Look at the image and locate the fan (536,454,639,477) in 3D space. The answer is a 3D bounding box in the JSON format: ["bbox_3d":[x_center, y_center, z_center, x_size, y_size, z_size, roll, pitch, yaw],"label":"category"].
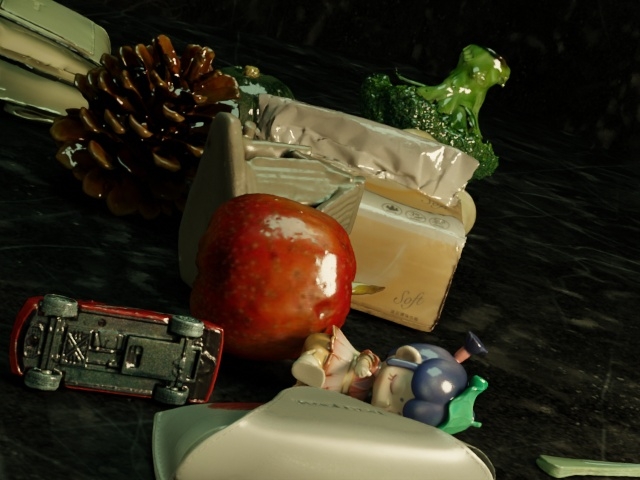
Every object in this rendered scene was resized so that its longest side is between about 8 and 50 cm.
[{"bbox_3d":[0.305,0.236,1.478,0.193,0.016,0.038,8,15,-32],"label":"fan"}]

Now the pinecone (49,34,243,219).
[{"bbox_3d":[-0.214,-0.153,1.895,0.264,0.264,0.264,16,14,-4],"label":"pinecone"}]

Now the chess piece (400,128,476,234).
[{"bbox_3d":[0.178,-0.081,2.326,0.142,0.143,0.261,12,19,-20],"label":"chess piece"}]

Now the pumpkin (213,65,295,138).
[{"bbox_3d":[-0.137,-0.232,2.478,0.190,0.146,0.190,-5,11,1],"label":"pumpkin"}]

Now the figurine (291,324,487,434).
[{"bbox_3d":[0.069,0.135,1.389,0.195,0.111,0.102,18,34,-1],"label":"figurine"}]

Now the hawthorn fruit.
[{"bbox_3d":[-0.033,0.040,1.471,0.200,0.179,0.179,3,15,-1],"label":"hawthorn fruit"}]

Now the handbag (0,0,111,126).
[{"bbox_3d":[-0.462,-0.302,2.346,0.236,0.160,0.358,20,14,-14],"label":"handbag"}]

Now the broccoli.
[{"bbox_3d":[0.213,-0.227,2.623,0.297,0.297,0.297,35,-11,8],"label":"broccoli"}]

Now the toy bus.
[{"bbox_3d":[-0.192,0.095,1.298,0.195,0.081,0.089,10,6,-27],"label":"toy bus"}]

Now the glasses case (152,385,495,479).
[{"bbox_3d":[0.007,0.175,1.211,0.308,0.083,0.128,11,16,-26],"label":"glasses case"}]

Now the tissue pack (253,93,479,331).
[{"bbox_3d":[0.031,-0.047,1.809,0.305,0.239,0.238,17,14,0],"label":"tissue pack"}]

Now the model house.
[{"bbox_3d":[-0.054,-0.020,1.617,0.188,0.229,0.122,9,33,-15],"label":"model house"}]
